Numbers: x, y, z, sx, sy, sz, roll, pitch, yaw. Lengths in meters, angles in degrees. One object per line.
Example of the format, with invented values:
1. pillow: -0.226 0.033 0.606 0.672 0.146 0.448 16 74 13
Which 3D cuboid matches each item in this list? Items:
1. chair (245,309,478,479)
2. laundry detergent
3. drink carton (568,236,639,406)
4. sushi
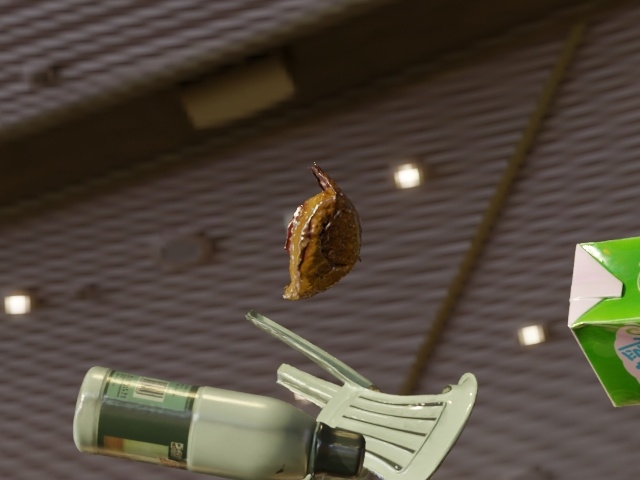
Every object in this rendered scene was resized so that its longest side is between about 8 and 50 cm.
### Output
1. chair: 0.016 0.194 1.913 0.275 0.203 0.190 20 -33 23
2. laundry detergent: -0.076 0.150 1.546 0.226 0.070 0.099 9 -22 1
3. drink carton: 0.388 0.070 1.880 0.271 0.108 0.161 -6 -39 24
4. sushi: 0.000 0.000 1.334 0.050 0.047 0.099 12 -72 -29
